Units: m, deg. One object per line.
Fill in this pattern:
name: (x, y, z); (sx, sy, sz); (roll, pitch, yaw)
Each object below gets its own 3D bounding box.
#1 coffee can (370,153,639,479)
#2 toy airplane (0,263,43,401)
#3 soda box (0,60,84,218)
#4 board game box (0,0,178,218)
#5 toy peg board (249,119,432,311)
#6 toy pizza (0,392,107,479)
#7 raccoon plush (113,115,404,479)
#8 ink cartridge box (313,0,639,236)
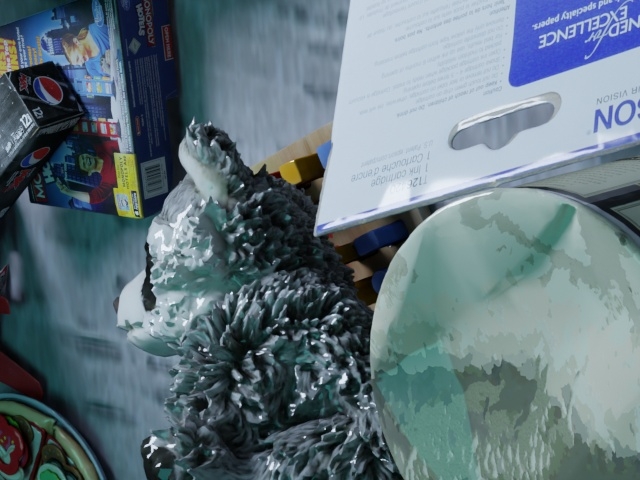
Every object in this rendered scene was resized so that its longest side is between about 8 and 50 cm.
coffee can: (0.189, 0.049, 1.014); (0.201, 0.275, 0.201); (11, 107, 40)
toy airplane: (-0.313, 0.092, 1.777); (0.151, 0.028, 0.151); (14, 111, 39)
soda box: (-0.267, -0.078, 1.591); (0.169, 0.053, 0.060); (-44, 74, 42)
board game box: (-0.208, -0.126, 1.599); (0.194, 0.060, 0.194); (9, 111, 41)
toy peg board: (0.000, 0.000, 1.445); (0.161, 0.079, 0.161); (-27, 85, 42)
toy pizza: (-0.273, 0.241, 1.775); (0.201, 0.032, 0.201); (16, 117, 34)
raccoon plush: (0.065, 0.077, 1.282); (0.446, 0.216, 0.299); (4, 69, 7)
ink cartridge box: (0.140, -0.160, 1.182); (0.304, 0.072, 0.307); (-15, 59, 41)
